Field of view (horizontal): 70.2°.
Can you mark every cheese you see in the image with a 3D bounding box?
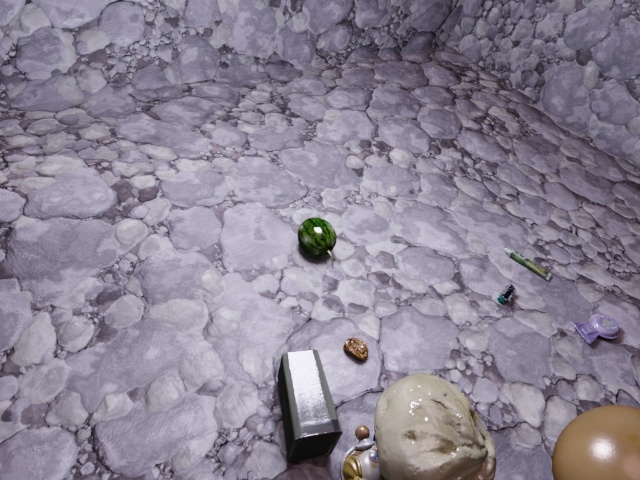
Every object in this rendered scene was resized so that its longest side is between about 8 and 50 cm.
[{"bbox_3d":[1.021,0.320,1.666,0.191,0.042,0.105,-11,49,-20],"label":"cheese"}]

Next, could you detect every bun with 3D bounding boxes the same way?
[{"bbox_3d":[0.289,0.478,1.107,0.362,0.235,0.325,26,35,-44],"label":"bun"}]

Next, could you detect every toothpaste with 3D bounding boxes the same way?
[{"bbox_3d":[0.839,0.091,1.850,0.204,0.031,0.049,36,49,16],"label":"toothpaste"}]

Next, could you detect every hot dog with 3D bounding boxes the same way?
[{"bbox_3d":[0.113,0.340,1.435,0.083,0.035,0.058,31,51,16],"label":"hot dog"}]

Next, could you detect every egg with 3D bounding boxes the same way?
[{"bbox_3d":[0.773,0.590,1.171,0.374,0.300,0.301,-15,51,-39],"label":"egg"}]

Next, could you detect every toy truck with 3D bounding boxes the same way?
[{"bbox_3d":[0.695,0.200,1.703,0.039,0.044,0.083,50,52,3],"label":"toy truck"}]

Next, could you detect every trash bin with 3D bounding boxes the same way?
[{"bbox_3d":[-0.041,0.438,1.222,0.123,0.164,0.240,-2,45,-16],"label":"trash bin"}]

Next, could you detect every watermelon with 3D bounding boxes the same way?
[{"bbox_3d":[0.000,0.000,1.663,0.141,0.140,0.187,-25,61,-32],"label":"watermelon"}]

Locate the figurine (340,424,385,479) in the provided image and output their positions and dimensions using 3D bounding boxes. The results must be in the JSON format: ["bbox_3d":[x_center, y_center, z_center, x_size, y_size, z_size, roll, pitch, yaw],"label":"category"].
[{"bbox_3d":[0.152,0.556,1.183,0.194,0.133,0.274,42,42,-4],"label":"figurine"}]
